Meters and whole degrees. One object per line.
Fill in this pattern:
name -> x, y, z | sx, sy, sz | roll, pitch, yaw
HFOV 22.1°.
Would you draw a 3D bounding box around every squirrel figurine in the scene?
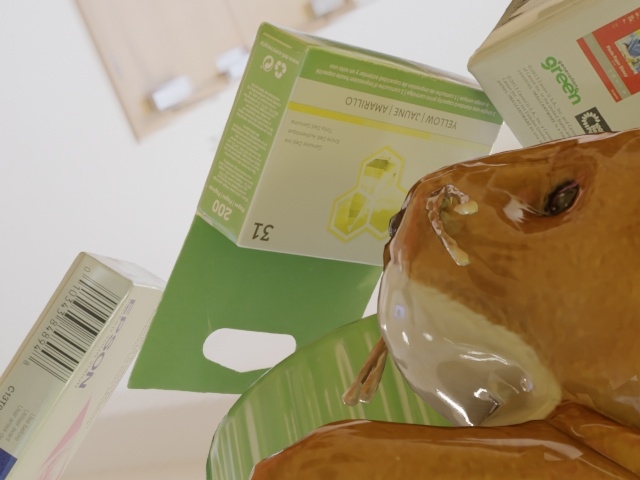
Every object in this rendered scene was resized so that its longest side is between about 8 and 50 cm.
squirrel figurine -> 0.159, 0.135, 0.622 | 0.397, 0.281, 0.370 | 11, -125, 4

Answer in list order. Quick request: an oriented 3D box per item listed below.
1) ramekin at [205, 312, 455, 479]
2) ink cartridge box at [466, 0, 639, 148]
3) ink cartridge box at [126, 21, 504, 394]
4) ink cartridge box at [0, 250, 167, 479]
ramekin -> 0.077, 0.165, 0.952 | 0.303, 0.303, 0.148 | -21, -127, 7
ink cartridge box -> 0.290, -0.059, 0.951 | 0.272, 0.309, 0.130 | -25, -162, 37
ink cartridge box -> 0.000, 0.000, 0.980 | 0.171, 0.235, 0.056 | 9, -163, -42
ink cartridge box -> -0.261, 0.168, 1.618 | 0.324, 0.071, 0.330 | -58, 173, 0
